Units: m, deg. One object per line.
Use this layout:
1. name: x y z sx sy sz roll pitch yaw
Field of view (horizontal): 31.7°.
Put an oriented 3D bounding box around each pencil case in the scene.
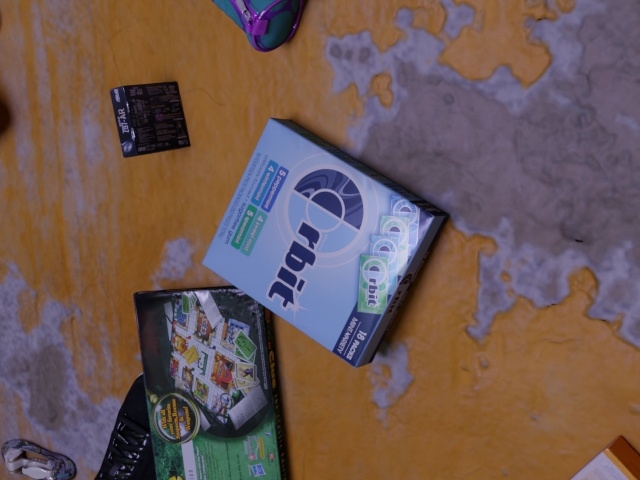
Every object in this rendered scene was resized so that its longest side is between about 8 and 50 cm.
1. pencil case: -0.083 -0.241 1.016 0.152 0.070 0.064 45 120 17

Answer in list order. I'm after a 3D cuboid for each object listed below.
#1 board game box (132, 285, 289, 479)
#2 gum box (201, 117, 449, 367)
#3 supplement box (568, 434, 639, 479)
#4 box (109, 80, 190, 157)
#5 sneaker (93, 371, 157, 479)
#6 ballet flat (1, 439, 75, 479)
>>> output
1. board game box: -0.105 0.174 1.121 0.136 0.030 0.260 -3 98 12
2. gum box: 0.000 0.000 1.020 0.184 0.041 0.157 33 106 21
3. supplement box: 0.233 0.218 0.937 0.062 0.036 0.098 47 120 14
4. box: -0.163 -0.117 1.082 0.018 0.083 0.067 -8 96 32
5. sneaker: -0.206 0.247 1.164 0.079 0.121 0.217 20 110 26
6. ballet flat: -0.336 0.256 1.295 0.114 0.041 0.041 8 104 31
